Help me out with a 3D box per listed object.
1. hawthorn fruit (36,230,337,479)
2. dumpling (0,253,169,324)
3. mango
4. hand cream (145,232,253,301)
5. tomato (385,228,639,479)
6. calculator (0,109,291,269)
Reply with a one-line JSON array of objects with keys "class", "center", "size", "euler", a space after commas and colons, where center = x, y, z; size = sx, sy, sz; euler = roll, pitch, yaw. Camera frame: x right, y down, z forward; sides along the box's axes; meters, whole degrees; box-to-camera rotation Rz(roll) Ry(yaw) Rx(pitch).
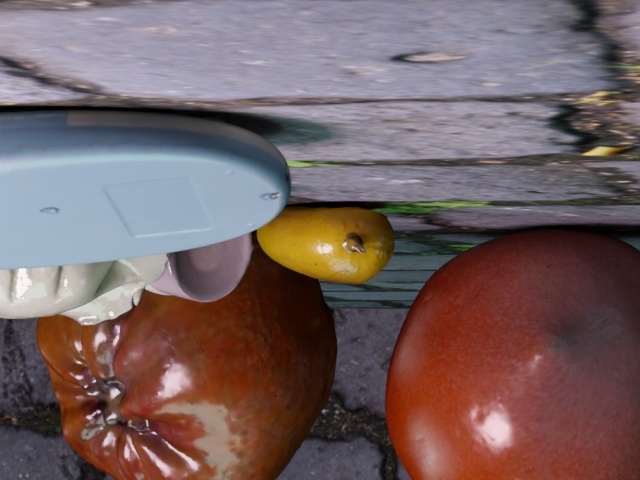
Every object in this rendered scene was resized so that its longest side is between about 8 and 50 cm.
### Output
[{"class": "hawthorn fruit", "center": [-0.102, 0.098, 1.847], "size": [0.298, 0.277, 0.277], "euler": [-21, -169, -41]}, {"class": "dumpling", "center": [-0.185, -0.011, 1.334], "size": [0.155, 0.111, 0.181], "euler": [-26, 164, 21]}, {"class": "mango", "center": [0.000, 0.000, 1.684], "size": [0.101, 0.066, 0.187], "euler": [4, -177, -28]}, {"class": "hand cream", "center": [-0.165, -0.010, 1.539], "size": [0.133, 0.083, 0.248], "euler": [8, -178, -42]}, {"class": "tomato", "center": [0.215, 0.137, 1.848], "size": [0.321, 0.321, 0.321], "euler": [1, 176, 0]}, {"class": "calculator", "center": [-0.169, -0.028, 1.188], "size": [0.303, 0.042, 0.188], "euler": [-6, 161, 6]}]
